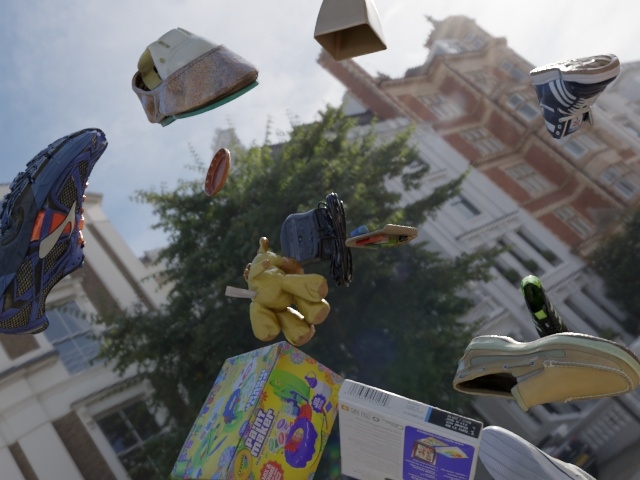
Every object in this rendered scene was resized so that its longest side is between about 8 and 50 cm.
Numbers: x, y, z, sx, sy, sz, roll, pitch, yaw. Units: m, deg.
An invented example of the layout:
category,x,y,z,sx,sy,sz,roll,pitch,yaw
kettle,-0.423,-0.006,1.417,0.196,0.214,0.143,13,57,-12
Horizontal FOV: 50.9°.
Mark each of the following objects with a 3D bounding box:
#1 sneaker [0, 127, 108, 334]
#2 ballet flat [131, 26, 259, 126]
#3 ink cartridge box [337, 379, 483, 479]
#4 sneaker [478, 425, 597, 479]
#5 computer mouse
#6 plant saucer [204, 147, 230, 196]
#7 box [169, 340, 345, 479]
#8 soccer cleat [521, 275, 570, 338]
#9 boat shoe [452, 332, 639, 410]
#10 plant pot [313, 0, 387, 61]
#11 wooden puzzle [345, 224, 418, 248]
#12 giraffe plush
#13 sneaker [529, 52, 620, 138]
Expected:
category,x,y,z,sx,sy,sz,roll,pitch,yaw
sneaker,-0.259,-0.010,0.636,0.087,0.083,0.221,35,-110,-35
ballet flat,-0.183,-0.212,0.868,0.108,0.106,0.316,-38,20,-24
ink cartridge box,0.127,0.310,0.996,0.045,0.207,0.208,-58,-25,-43
sneaker,0.393,0.416,1.178,0.091,0.258,0.094,-1,-58,-58
computer mouse,0.000,0.000,1.436,0.072,0.188,0.272,-7,2,-28
plant saucer,-0.169,-0.112,1.116,0.013,0.083,0.083,19,-59,-27
box,-0.130,0.393,1.393,0.279,0.177,0.289,-27,32,54
soccer cleat,0.455,0.157,1.366,0.060,0.178,0.072,-28,-2,24
boat shoe,0.212,0.137,0.652,0.190,0.068,0.072,-14,26,52
plant pot,0.056,-0.413,1.262,0.109,0.096,0.109,-8,-14,24
wooden puzzle,0.080,-0.002,0.862,0.116,0.014,0.079,3,-19,-38
giraffe plush,-0.090,0.091,1.374,0.181,0.210,0.170,-58,17,19
sneaker,0.525,-0.286,1.358,0.099,0.153,0.282,-21,14,-3
